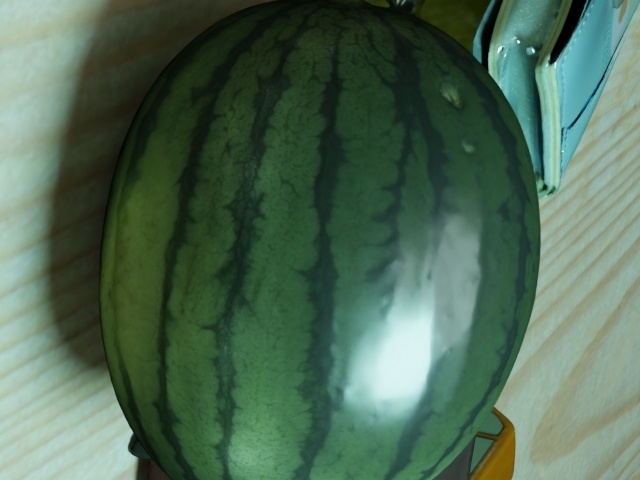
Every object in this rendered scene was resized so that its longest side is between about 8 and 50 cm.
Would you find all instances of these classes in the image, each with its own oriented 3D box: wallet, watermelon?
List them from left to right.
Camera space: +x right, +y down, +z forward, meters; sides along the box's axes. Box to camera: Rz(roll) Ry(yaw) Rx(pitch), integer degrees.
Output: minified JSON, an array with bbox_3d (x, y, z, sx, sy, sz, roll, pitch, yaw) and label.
[{"bbox_3d":[0.000,0.000,1.022,0.279,0.279,0.359,-7,107,-60],"label":"watermelon"},{"bbox_3d":[0.185,-0.175,1.126,0.250,0.075,0.176,-62,158,-24],"label":"wallet"}]

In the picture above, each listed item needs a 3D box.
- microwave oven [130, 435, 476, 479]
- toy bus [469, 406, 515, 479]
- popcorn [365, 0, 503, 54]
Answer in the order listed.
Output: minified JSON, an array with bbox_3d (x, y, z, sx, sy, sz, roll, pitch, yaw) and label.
[{"bbox_3d":[-0.009,0.204,1.244,0.247,0.178,0.188,-25,130,-55],"label":"microwave oven"},{"bbox_3d":[0.063,0.307,1.542,0.409,0.092,0.093,-47,147,-36],"label":"toy bus"},{"bbox_3d":[0.121,-0.208,1.260,0.173,0.168,0.195,93,9,-74],"label":"popcorn"}]
